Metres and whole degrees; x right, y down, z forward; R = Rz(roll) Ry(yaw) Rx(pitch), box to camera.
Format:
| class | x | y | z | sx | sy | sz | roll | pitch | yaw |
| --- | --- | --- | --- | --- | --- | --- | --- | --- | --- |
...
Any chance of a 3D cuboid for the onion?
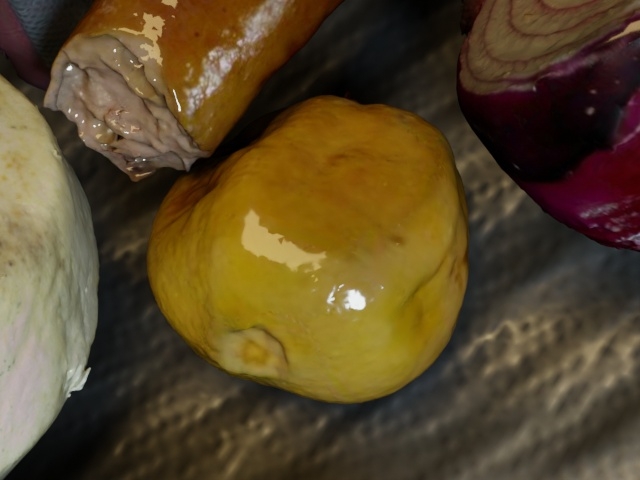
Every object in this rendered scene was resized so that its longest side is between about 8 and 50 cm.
| class | x | y | z | sx | sy | sz | roll | pitch | yaw |
| --- | --- | --- | --- | --- | --- | --- | --- | --- | --- |
| onion | 0.134 | -0.079 | 0.700 | 0.195 | 0.140 | 0.218 | -58 | 25 | -17 |

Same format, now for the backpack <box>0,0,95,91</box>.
| class | x | y | z | sx | sy | sz | roll | pitch | yaw |
| --- | --- | --- | --- | --- | --- | --- | --- | --- | --- |
| backpack | -0.108 | -0.242 | 0.821 | 0.283 | 0.197 | 0.317 | 33 | 71 | 30 |

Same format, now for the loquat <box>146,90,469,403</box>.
| class | x | y | z | sx | sy | sz | roll | pitch | yaw |
| --- | --- | --- | --- | --- | --- | --- | --- | --- | --- |
| loquat | 0.000 | 0.000 | 0.706 | 0.137 | 0.113 | 0.137 | -12 | 47 | 13 |

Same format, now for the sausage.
| class | x | y | z | sx | sy | sz | roll | pitch | yaw |
| --- | --- | --- | --- | --- | --- | --- | --- | --- | --- |
| sausage | 0.009 | -0.137 | 0.734 | 0.076 | 0.103 | 0.302 | 32 | 57 | 29 |

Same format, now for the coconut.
| class | x | y | z | sx | sy | sz | roll | pitch | yaw |
| --- | --- | --- | --- | --- | --- | --- | --- | --- | --- |
| coconut | -0.201 | 0.024 | 0.714 | 0.197 | 0.237 | 0.237 | 16 | 62 | -19 |
